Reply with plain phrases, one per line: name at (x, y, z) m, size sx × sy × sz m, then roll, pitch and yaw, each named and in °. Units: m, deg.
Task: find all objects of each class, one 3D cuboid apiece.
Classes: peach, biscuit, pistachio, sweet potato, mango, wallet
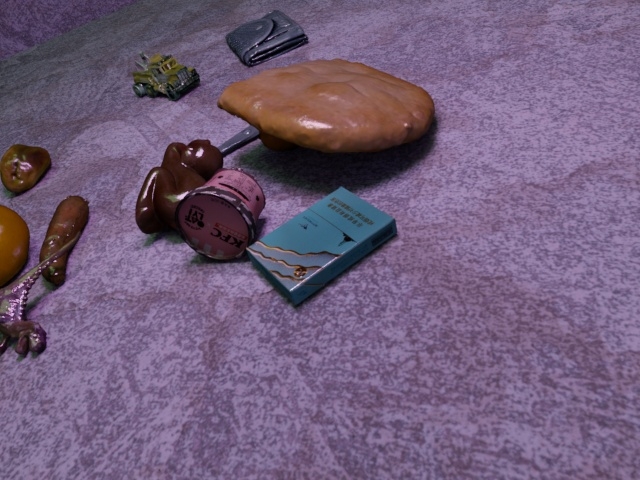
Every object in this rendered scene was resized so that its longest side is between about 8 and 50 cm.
peach at (-0.770, 0.030, 1.098) m, size 0.251 × 0.153 × 0.251 m, roll -7°, pitch 58°, yaw 11°
biscuit at (0.030, -0.313, 1.112) m, size 0.429 × 0.104 × 0.446 m, roll -20°, pitch 40°, yaw -33°
pistachio at (-0.849, -0.223, 1.435) m, size 0.100 × 0.110 × 0.189 m, roll -34°, pitch 30°, yaw 35°
sweet potato at (-0.579, -0.007, 1.117) m, size 0.075 × 0.075 × 0.273 m, roll -15°, pitch 43°, yaw 5°
mango at (-0.072, -0.262, 1.195) m, size 0.159 × 0.084 × 0.105 m, roll -11°, pitch 36°, yaw -25°
wallet at (-0.208, -0.737, 1.786) m, size 0.237 × 0.075 × 0.342 m, roll -27°, pitch 41°, yaw -4°

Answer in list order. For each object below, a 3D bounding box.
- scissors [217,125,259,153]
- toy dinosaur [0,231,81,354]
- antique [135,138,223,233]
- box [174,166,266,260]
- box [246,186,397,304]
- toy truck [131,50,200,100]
scissors at (-0.157, -0.298, 1.305) m, size 0.447 × 0.029 × 0.192 m, roll -36°, pitch 42°, yaw -19°
toy dinosaur at (-0.583, 0.109, 0.976) m, size 0.199 × 0.072 × 0.251 m, roll -8°, pitch 45°, yaw 7°
antique at (-0.291, -0.125, 1.096) m, size 0.143 × 0.121 × 0.257 m, roll -3°, pitch 44°, yaw 15°
box at (-0.182, -0.060, 0.964) m, size 0.151 × 0.151 × 0.135 m, roll -2°, pitch 36°, yaw 19°
box at (0.000, 0.001, 0.901) m, size 0.229 × 0.042 × 0.162 m, roll -35°, pitch 42°, yaw -18°
toy truck at (-0.532, -0.558, 1.663) m, size 0.259 × 0.135 × 0.128 m, roll 21°, pitch 55°, yaw 33°
